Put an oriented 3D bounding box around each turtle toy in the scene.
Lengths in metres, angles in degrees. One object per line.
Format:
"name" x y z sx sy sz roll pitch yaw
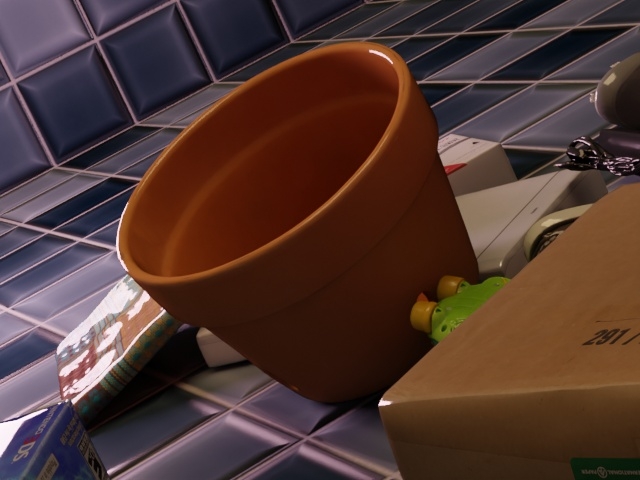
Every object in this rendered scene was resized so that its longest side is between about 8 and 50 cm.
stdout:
"turtle toy" 0.134 0.069 1.561 0.095 0.066 0.130 10 28 26

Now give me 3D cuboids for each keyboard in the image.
"keyboard" 0.338 -0.085 1.742 0.201 0.033 0.317 -11 9 -19

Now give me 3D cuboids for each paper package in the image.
"paper package" 0.247 0.083 1.125 0.325 0.168 0.309 -8 22 46

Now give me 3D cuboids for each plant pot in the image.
"plant pot" 0.000 0.000 1.655 0.291 0.203 0.291 -27 31 18

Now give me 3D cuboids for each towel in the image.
"towel" -0.139 0.021 1.989 0.370 0.040 0.271 -46 14 1

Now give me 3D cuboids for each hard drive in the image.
"hard drive" 0.077 0.024 1.861 0.353 0.047 0.233 -15 17 36

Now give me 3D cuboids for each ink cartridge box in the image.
"ink cartridge box" 0.135 -0.064 2.055 0.099 0.056 0.135 -29 15 -13

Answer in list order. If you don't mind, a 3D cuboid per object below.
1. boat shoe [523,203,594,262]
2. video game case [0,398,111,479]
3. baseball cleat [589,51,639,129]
"boat shoe" 0.282 -0.003 1.568 0.228 0.081 0.068 -18 38 1
"video game case" -0.132 0.246 1.012 0.061 0.244 0.269 -20 15 14
"baseball cleat" 0.348 -0.135 1.740 0.206 0.072 0.109 -11 18 -32
